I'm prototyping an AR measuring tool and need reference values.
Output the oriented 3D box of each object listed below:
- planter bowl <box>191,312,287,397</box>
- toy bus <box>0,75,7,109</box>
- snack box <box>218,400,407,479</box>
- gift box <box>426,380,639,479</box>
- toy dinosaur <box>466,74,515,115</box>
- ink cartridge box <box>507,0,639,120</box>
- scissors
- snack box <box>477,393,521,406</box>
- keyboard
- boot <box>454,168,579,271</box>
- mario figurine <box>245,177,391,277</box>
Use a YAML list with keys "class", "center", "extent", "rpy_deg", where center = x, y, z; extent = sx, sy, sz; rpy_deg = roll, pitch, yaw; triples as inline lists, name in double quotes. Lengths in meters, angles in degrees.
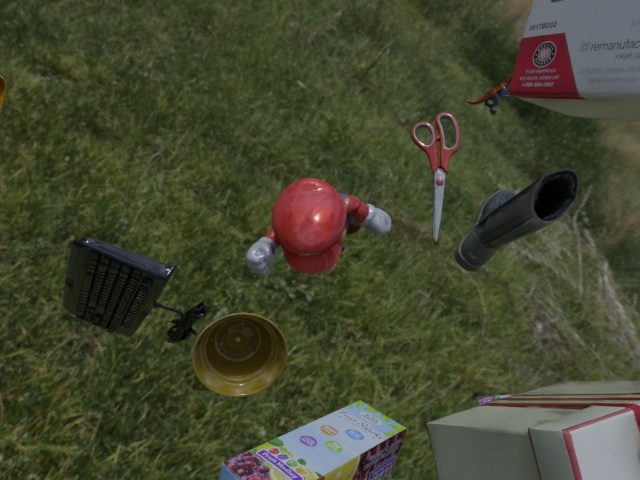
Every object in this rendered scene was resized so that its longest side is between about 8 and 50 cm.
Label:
- class: "planter bowl"
  center: [-0.190, 0.248, 1.461]
  extent: [0.217, 0.217, 0.090]
  rpy_deg: [31, 11, -20]
- class: "toy bus"
  center: [-0.478, -0.176, 0.630]
  extent: [0.211, 0.149, 0.220]
  rpy_deg: [27, -3, 27]
- class: "snack box"
  center: [-0.016, 0.269, 0.604]
  extent: [0.070, 0.174, 0.207]
  rpy_deg: [25, 18, 36]
- class: "gift box"
  center: [0.299, 0.255, 0.634]
  extent: [0.276, 0.258, 0.255]
  rpy_deg: [-14, 84, -24]
- class: "toy dinosaur"
  center: [0.322, -0.264, 1.120]
  extent: [0.090, 0.082, 0.047]
  rpy_deg: [3, 51, -11]
- class: "ink cartridge box"
  center: [0.353, -0.288, 0.668]
  extent: [0.131, 0.306, 0.226]
  rpy_deg: [8, 9, -26]
- class: "scissors"
  center: [0.271, -0.146, 1.374]
  extent: [0.021, 0.109, 0.297]
  rpy_deg: [69, 12, -69]
- class: "snack box"
  center: [0.369, 0.369, 1.234]
  extent: [0.100, 0.037, 0.141]
  rpy_deg: [-4, 34, 7]
- class: "keyboard"
  center: [-0.250, 0.088, 0.861]
  extent: [0.201, 0.317, 0.033]
  rpy_deg: [20, 63, -16]
- class: "boot"
  center: [0.294, -0.051, 0.915]
  extent: [0.076, 0.208, 0.189]
  rpy_deg: [34, 59, 4]
- class: "mario figurine"
  center: [0.000, 0.000, 1.044]
  extent: [0.170, 0.198, 0.320]
  rpy_deg: [36, 8, 3]
